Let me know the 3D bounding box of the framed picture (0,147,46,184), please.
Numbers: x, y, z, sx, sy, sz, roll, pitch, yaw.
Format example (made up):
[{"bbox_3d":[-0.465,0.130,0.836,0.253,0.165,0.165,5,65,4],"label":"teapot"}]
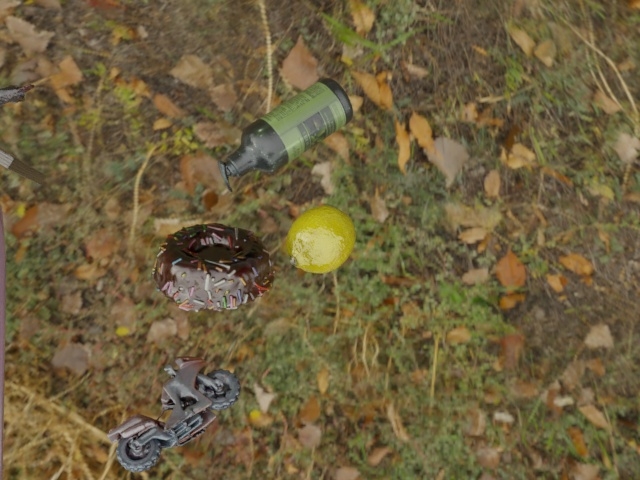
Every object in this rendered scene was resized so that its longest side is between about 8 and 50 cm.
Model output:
[{"bbox_3d":[-0.578,-0.160,1.538,0.168,0.128,0.023,31,85,11],"label":"framed picture"}]

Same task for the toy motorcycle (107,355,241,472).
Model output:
[{"bbox_3d":[-0.228,0.253,1.330,0.118,0.212,0.084,44,156,26],"label":"toy motorcycle"}]

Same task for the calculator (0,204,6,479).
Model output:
[{"bbox_3d":[-0.291,0.099,0.763,0.043,0.294,0.194,-2,160,-22],"label":"calculator"}]

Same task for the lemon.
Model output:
[{"bbox_3d":[0.000,0.000,1.459,0.109,0.133,0.109,34,148,25],"label":"lemon"}]

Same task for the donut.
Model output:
[{"bbox_3d":[-0.196,0.042,1.630,0.234,0.235,0.089,8,117,4],"label":"donut"}]

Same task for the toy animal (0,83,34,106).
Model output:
[{"bbox_3d":[-0.470,-0.171,1.172,0.202,0.105,0.070,-18,112,7],"label":"toy animal"}]

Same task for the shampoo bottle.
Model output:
[{"bbox_3d":[-0.073,-0.199,1.661,0.283,0.101,0.101,-35,108,-17],"label":"shampoo bottle"}]
